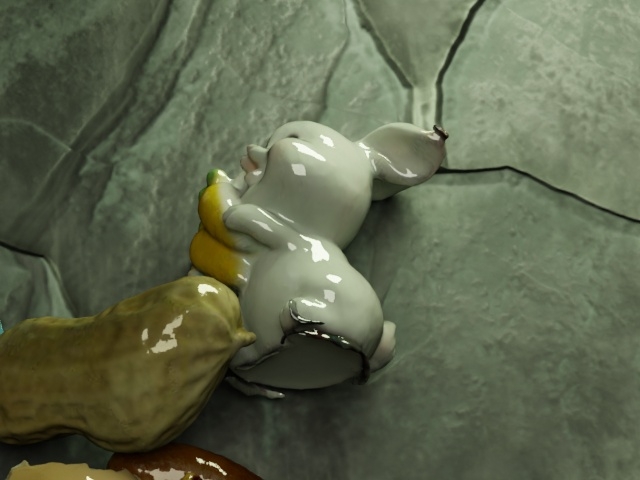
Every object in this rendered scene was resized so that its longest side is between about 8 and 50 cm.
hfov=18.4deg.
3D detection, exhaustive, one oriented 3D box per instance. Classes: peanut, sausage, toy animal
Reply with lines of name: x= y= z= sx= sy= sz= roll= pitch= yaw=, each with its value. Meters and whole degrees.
peanut: x=-0.207 y=0.133 z=1.922 sx=0.291 sy=0.143 sz=0.159 roll=-15 pitch=57 yaw=19
sausage: x=-0.073 y=0.284 z=1.943 sx=0.302 sy=0.076 sz=0.103 roll=35 pitch=67 yaw=10
toy animal: x=-0.005 y=-0.003 z=2.029 sx=0.247 sy=0.183 sz=0.310 roll=10 pitch=60 yaw=-6

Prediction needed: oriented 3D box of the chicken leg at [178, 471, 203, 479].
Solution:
chicken leg: x=-0.059 y=0.408 z=1.841 sx=0.095 sy=0.158 sz=0.407 roll=-24 pitch=87 yaw=1

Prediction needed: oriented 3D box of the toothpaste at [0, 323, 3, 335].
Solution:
toothpaste: x=-0.336 y=0.096 z=2.036 sx=0.020 sy=0.017 sz=0.083 roll=-15 pitch=68 yaw=-12

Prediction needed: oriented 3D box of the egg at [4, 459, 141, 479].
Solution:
egg: x=-0.230 y=0.327 z=1.842 sx=0.201 sy=0.201 sz=0.244 roll=-13 pitch=69 yaw=-11
